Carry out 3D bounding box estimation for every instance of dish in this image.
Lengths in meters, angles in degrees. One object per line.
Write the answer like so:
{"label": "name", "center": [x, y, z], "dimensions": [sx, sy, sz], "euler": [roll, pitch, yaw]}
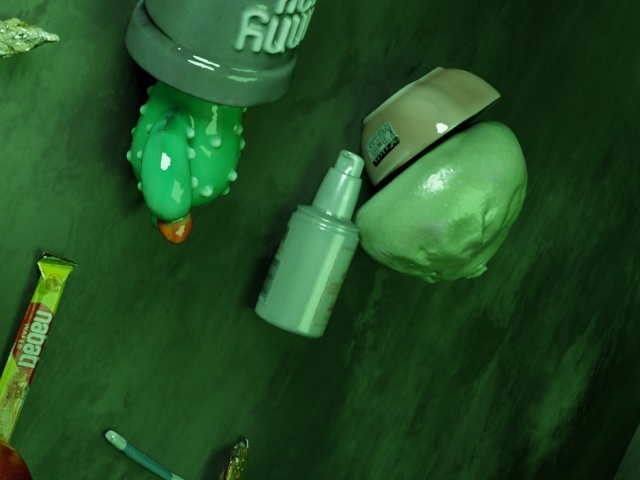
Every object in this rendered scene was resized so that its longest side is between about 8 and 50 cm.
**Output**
{"label": "dish", "center": [0.136, -0.170, 1.708], "dimensions": [0.213, 0.090, 0.213], "euler": [-35, 179, -1]}

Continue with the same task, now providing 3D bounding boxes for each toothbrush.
{"label": "toothbrush", "center": [-0.214, 0.310, 1.644], "dimensions": [0.025, 0.019, 0.276], "euler": [-50, 144, -8]}

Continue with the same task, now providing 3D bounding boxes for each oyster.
{"label": "oyster", "center": [-0.299, -0.194, 1.174], "dimensions": [0.083, 0.080, 0.038], "euler": [-56, 139, -79]}

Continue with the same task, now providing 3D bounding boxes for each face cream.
{"label": "face cream", "center": [0.000, 0.000, 1.660], "dimensions": [0.101, 0.101, 0.252], "euler": [13, 100, -55]}

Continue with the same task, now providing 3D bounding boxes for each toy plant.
{"label": "toy plant", "center": [-0.122, -0.173, 1.312], "dimensions": [0.185, 0.279, 0.400], "euler": [11, 127, -18]}

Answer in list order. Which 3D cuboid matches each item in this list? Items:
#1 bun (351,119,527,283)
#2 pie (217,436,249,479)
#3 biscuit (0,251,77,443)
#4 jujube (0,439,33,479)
{"label": "bun", "center": [0.187, -0.036, 1.734], "dimensions": [0.283, 0.179, 0.283], "euler": [-38, 174, -5]}
{"label": "pie", "center": [-0.135, 0.363, 1.752], "dimensions": [0.092, 0.034, 0.170], "euler": [-67, 176, -86]}
{"label": "biscuit", "center": [-0.339, 0.150, 1.374], "dimensions": [0.048, 0.026, 0.292], "euler": [15, 99, -35]}
{"label": "jujube", "center": [-0.389, 0.319, 1.296], "dimensions": [0.174, 0.174, 0.250], "euler": [-19, 134, -46]}
